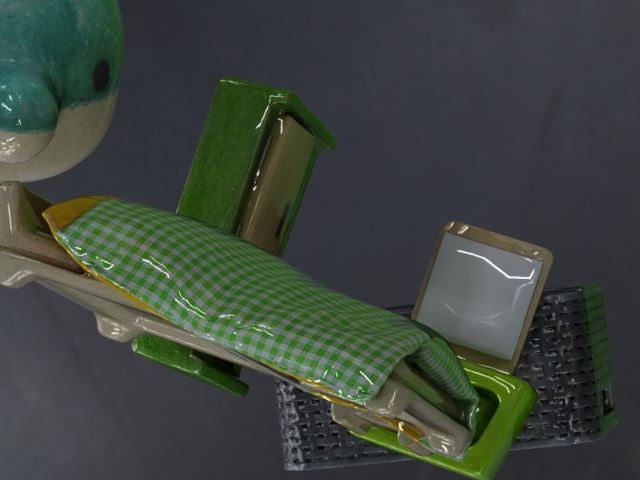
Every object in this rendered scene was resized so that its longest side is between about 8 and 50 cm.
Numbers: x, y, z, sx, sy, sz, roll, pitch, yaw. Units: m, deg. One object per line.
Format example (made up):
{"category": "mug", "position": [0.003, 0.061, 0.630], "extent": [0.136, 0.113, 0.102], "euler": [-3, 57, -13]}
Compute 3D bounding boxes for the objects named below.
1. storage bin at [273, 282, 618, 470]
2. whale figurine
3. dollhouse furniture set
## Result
{"category": "storage bin", "position": [0.071, 0.076, 1.122], "extent": [0.180, 0.122, 0.084], "euler": [-6, 89, 14]}
{"category": "whale figurine", "position": [-0.211, -0.104, 0.946], "extent": [0.216, 0.272, 0.141], "euler": [22, 110, 30]}
{"category": "dollhouse furniture set", "position": [0.000, 0.000, 0.920], "extent": [0.197, 0.301, 0.151], "euler": [18, 83, 17]}
